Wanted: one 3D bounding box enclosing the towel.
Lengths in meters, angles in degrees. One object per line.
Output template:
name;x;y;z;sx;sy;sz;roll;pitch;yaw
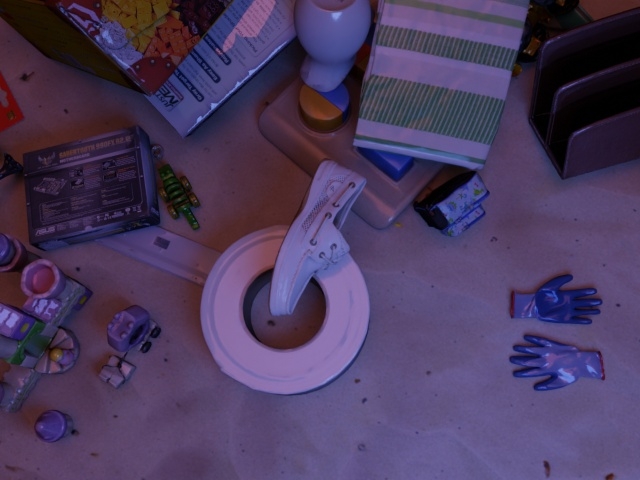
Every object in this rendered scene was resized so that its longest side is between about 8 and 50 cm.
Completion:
towel;0.198;-0.296;1.169;0.248;0.038;0.324;11;99;1

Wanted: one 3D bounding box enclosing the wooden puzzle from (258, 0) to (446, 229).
wooden puzzle;0.106;-0.245;1.275;0.322;0.080;0.348;41;82;12

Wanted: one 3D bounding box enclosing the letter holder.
letter holder;0.528;-0.259;1.162;0.302;0.214;0.151;-16;55;0

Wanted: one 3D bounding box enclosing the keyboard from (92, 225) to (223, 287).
keyboard;-0.294;0.014;1.276;0.256;0.014;0.072;22;74;8

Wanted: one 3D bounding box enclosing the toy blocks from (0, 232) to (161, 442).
toy blocks;-0.487;0.162;1.124;0.309;0.260;0.288;29;79;10

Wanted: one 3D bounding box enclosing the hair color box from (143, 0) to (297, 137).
hair color box;-0.173;-0.363;1.251;0.347;0.105;0.174;-41;102;4

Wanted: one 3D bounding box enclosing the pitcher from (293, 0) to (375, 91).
pitcher;0.035;-0.370;1.173;0.126;0.207;0.177;36;75;11

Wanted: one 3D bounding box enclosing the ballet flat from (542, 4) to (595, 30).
ballet flat;0.413;-0.460;1.317;0.087;0.083;0.247;-40;76;19

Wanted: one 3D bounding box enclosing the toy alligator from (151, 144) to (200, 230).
toy alligator;-0.273;-0.104;1.281;0.056;0.051;0.189;-28;76;-4

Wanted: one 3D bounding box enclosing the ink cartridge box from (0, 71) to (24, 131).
ink cartridge box;-0.688;-0.253;1.351;0.179;0.045;0.145;-31;77;-1

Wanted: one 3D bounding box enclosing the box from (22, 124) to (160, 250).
box;-0.420;-0.095;1.276;0.231;0.056;0.182;-13;72;4

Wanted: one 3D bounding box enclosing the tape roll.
tape roll;-0.058;0.121;1.188;0.287;0.100;0.285;-1;77;3

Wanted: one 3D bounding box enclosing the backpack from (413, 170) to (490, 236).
backpack;0.237;-0.063;1.213;0.114;0.105;0.084;-39;100;-4

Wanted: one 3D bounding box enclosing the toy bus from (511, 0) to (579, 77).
toy bus;0.329;-0.435;1.245;0.211;0.149;0.220;44;118;22

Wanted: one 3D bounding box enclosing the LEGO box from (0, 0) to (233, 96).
LEGO box;-0.337;-0.480;1.179;0.500;0.193;0.372;27;77;47

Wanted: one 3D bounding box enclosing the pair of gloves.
pair of gloves;0.402;0.155;1.188;0.160;0.023;0.198;0;77;2

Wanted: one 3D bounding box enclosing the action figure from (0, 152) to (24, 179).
action figure;-0.682;-0.075;1.258;0.164;0.141;0.275;40;79;9

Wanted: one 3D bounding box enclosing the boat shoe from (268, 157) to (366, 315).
boat shoe;0.000;0.000;1.111;0.096;0.098;0.276;19;74;9
